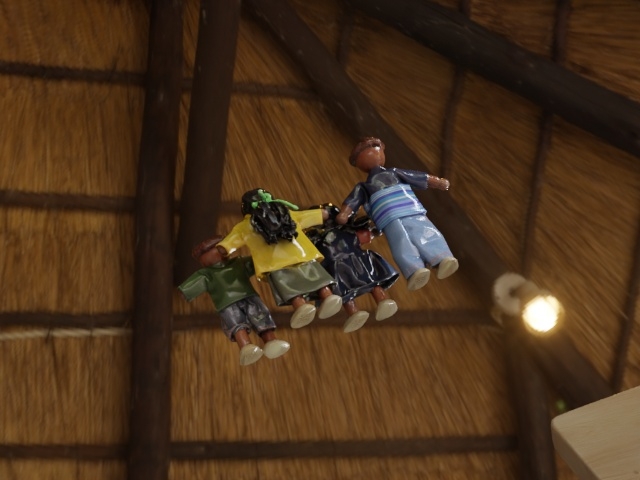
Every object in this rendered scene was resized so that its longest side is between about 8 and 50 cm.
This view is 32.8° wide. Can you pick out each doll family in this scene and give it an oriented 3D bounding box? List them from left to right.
[{"bbox_3d":[0.000,0.000,0.726,0.193,0.111,0.076,-14,-31,-26],"label":"doll family"}]

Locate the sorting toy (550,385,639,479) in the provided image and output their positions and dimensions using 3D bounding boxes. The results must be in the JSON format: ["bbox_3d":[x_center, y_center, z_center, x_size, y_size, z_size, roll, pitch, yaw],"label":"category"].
[{"bbox_3d":[0.333,0.185,0.739,0.257,0.255,0.089,-17,-60,-11],"label":"sorting toy"}]
